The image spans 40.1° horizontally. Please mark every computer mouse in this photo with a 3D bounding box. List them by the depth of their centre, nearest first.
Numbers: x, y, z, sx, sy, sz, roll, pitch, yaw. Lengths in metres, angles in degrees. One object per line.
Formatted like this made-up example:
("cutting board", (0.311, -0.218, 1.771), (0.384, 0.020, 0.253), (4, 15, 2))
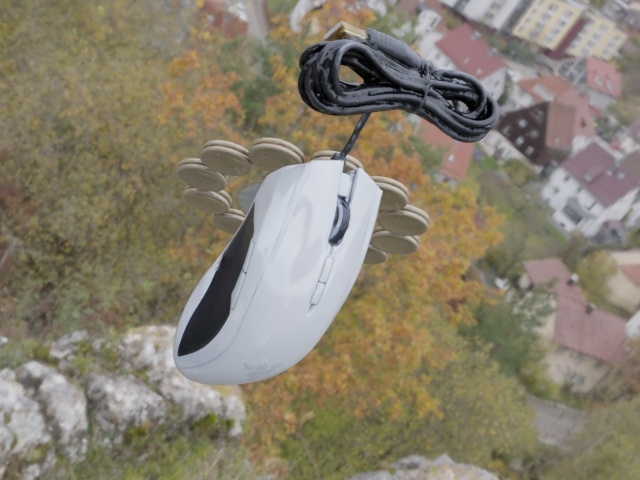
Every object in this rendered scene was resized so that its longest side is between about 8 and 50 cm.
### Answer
("computer mouse", (0.000, 0.000, 0.402), (0.106, 0.193, 0.042), (14, 23, -44))

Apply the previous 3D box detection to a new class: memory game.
("memory game", (-0.013, -0.024, 0.629), (0.186, 0.186, 0.012), (24, 66, -22))
